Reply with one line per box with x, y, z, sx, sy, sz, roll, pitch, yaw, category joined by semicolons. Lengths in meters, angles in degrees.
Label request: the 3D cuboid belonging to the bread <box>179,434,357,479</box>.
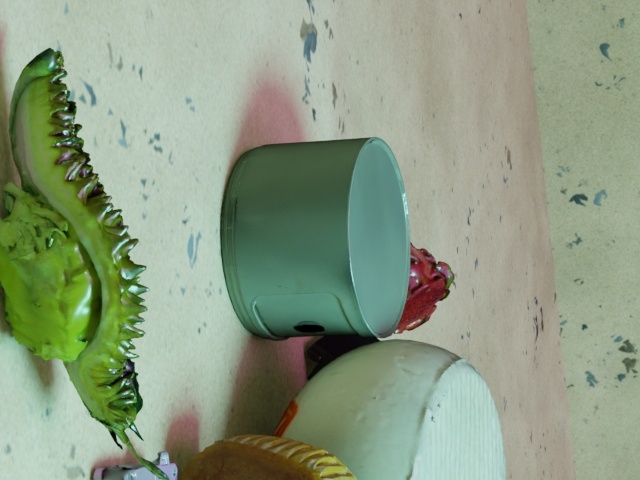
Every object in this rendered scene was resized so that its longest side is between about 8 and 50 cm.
-0.056;0.283;1.540;0.104;0.199;0.199;16;73;-64;bread

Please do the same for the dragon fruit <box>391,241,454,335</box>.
0.080;0.042;2.026;0.208;0.133;0.150;45;-3;-21;dragon fruit

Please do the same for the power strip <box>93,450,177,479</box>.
-0.169;0.336;1.449;0.109;0.037;0.279;11;77;-68;power strip

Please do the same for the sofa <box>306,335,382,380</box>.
0.032;0.157;1.984;0.060;0.085;0.147;-55;170;20;sofa

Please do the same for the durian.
-0.198;0.030;1.290;0.106;0.132;0.375;-48;128;-79;durian

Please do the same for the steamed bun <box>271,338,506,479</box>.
0.057;0.294;1.759;0.374;0.241;0.374;4;90;-66;steamed bun

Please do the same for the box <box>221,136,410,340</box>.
0.000;0.000;1.778;0.226;0.149;0.226;-3;90;-69;box
